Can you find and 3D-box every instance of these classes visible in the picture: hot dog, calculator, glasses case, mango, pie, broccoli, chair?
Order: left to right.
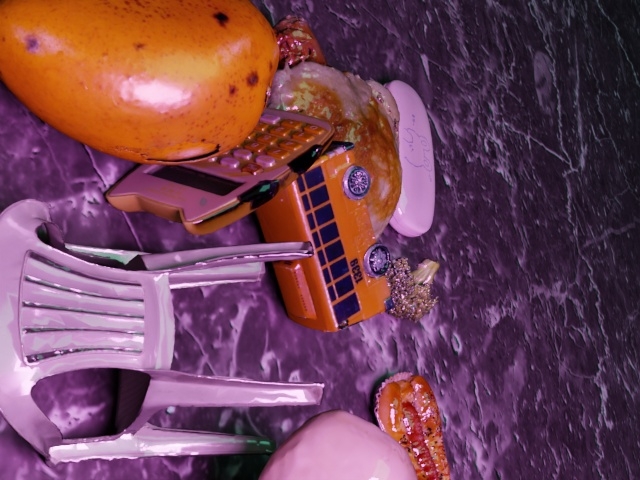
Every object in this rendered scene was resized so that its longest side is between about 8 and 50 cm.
[{"bbox_3d":[-0.167,-0.163,0.859,0.290,0.160,0.191,0,58,-36],"label":"mango"},{"bbox_3d":[-0.145,0.075,0.768,0.274,0.190,0.203,1,70,-22],"label":"chair"},{"bbox_3d":[-0.089,-0.077,0.926,0.236,0.157,0.033,-40,133,-37],"label":"calculator"},{"bbox_3d":[-0.002,-0.106,1.116,0.274,0.105,0.257,32,65,-36],"label":"pie"},{"bbox_3d":[0.118,-0.117,1.291,0.092,0.059,0.233,27,55,-45],"label":"glasses case"},{"bbox_3d":[0.114,0.057,1.179,0.097,0.095,0.092,36,77,-12],"label":"broccoli"},{"bbox_3d":[0.117,0.254,1.120,0.108,0.059,0.191,-11,85,-49],"label":"hot dog"}]

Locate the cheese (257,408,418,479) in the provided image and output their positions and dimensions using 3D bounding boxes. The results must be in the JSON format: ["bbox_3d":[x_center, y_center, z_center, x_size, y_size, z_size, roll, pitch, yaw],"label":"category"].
[{"bbox_3d":[-0.020,0.353,0.825,0.351,0.129,0.328,-54,149,-16],"label":"cheese"}]

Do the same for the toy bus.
[{"bbox_3d":[0.000,0.000,1.005,0.114,0.098,0.201,-28,113,-31],"label":"toy bus"}]
